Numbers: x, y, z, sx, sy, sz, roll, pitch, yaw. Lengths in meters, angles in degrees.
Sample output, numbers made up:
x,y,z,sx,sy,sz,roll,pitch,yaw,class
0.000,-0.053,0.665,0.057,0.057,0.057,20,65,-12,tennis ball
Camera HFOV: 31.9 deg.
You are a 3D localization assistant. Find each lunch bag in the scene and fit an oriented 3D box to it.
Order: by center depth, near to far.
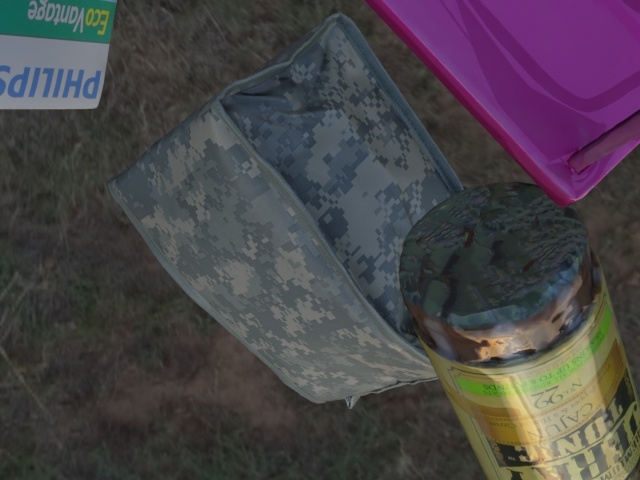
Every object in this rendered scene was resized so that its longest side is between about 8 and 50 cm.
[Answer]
x,y,z,sx,sy,sz,roll,pitch,yaw,class
0.000,0.000,0.915,0.169,0.235,0.287,-40,98,-32,lunch bag

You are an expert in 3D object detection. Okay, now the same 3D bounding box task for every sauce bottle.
x,y,z,sx,sy,sz,roll,pitch,yaw,class
0.149,0.115,0.703,0.111,0.111,0.344,-31,131,-2,sauce bottle

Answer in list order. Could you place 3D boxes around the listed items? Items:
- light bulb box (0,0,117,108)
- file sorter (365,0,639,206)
x,y,z,sx,sy,sz,roll,pitch,yaw,class
-0.415,-0.262,0.965,0.361,0.358,0.225,18,103,21,light bulb box
0.136,-0.191,0.366,0.291,0.182,0.202,-43,88,-5,file sorter
